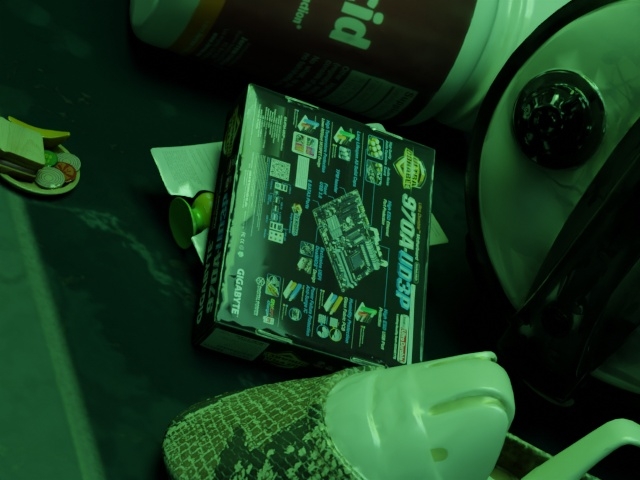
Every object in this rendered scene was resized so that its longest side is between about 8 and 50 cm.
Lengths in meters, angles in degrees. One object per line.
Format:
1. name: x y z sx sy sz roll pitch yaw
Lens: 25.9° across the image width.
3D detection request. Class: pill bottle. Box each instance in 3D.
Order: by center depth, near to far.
1. pill bottle: 0.033 -0.241 1.354 0.392 0.224 0.224 16 36 -21

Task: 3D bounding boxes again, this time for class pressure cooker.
1. pressure cooker: 0.320 -0.043 1.166 0.375 0.370 0.420 -4 4 30

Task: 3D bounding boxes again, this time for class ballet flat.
1. ballet flat: 0.142 0.176 0.936 0.482 0.182 0.164 25 35 -9

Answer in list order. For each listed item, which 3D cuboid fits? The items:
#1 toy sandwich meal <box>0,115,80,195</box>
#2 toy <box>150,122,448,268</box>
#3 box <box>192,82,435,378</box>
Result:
1. toy sandwich meal: -0.228 -0.069 1.100 0.085 0.029 0.085 21 35 -15
2. toy: -0.022 -0.025 1.180 0.237 0.056 0.137 -8 59 -36
3. box: 0.000 0.000 1.102 0.175 0.051 0.220 17 58 -20
